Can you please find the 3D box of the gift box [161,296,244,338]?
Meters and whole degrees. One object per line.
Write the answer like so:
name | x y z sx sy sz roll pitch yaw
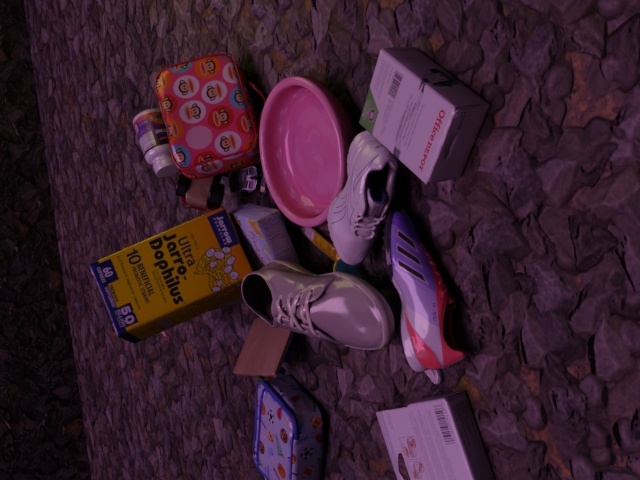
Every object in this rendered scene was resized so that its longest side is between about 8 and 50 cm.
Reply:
gift box | -0.377 0.122 2.158 0.255 0.258 0.276 -25 78 56

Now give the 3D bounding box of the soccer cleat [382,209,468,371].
soccer cleat | 0.200 0.088 1.464 0.116 0.108 0.318 -15 78 28

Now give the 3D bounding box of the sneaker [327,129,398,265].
sneaker | 0.085 -0.070 1.523 0.129 0.111 0.297 -107 23 -56

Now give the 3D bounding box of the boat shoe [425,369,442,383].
boat shoe | 0.209 0.247 1.535 0.035 0.035 0.100 -50 59 50

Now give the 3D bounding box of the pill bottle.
pill bottle | -0.498 -0.298 2.342 0.108 0.108 0.193 -41 66 52

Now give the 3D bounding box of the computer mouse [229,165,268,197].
computer mouse | -0.177 -0.161 1.970 0.193 0.042 0.106 1 89 56

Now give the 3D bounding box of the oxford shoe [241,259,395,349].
oxford shoe | -0.019 0.142 1.603 0.449 0.130 0.169 15 117 50

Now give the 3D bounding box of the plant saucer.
plant saucer | -0.020 -0.199 1.694 0.332 0.084 0.332 24 119 52

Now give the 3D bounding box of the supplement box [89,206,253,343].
supplement box | -0.359 0.091 1.910 0.195 0.356 0.194 97 148 -77

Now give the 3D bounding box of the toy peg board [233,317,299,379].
toy peg board | -0.120 0.286 1.957 0.160 0.079 0.161 -8 52 44

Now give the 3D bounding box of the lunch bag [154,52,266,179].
lunch bag | -0.258 -0.316 1.888 0.120 0.258 0.293 63 -167 -74

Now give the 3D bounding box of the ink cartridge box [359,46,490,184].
ink cartridge box | 0.182 -0.228 1.378 0.219 0.092 0.160 49 137 36

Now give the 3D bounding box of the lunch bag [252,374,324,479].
lunch bag | -0.095 0.522 2.000 0.243 0.115 0.303 36 127 48

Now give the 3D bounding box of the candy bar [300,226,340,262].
candy bar | 0.000 0.000 1.782 0.161 0.018 0.040 41 128 43

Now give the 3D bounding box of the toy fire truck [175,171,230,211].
toy fire truck | -0.311 -0.178 2.054 0.246 0.158 0.217 91 -168 -76

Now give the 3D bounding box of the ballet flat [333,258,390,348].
ballet flat | 0.092 0.141 1.655 0.077 0.077 0.231 96 151 -60

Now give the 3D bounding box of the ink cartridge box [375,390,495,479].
ink cartridge box | 0.240 0.456 1.534 0.239 0.060 0.275 -30 76 56

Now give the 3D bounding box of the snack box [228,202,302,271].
snack box | -0.128 0.019 1.865 0.174 0.070 0.207 17 134 59
